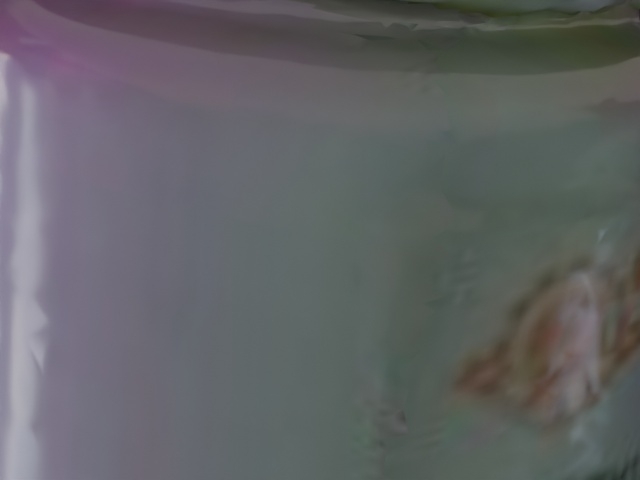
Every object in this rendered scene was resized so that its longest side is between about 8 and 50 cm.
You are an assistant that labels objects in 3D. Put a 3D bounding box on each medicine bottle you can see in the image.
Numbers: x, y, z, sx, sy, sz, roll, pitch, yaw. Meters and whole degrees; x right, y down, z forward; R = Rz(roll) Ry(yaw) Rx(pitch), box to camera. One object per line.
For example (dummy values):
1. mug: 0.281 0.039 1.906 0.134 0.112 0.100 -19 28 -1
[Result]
1. medicine bottle: 0.000 0.000 0.504 0.219 0.388 0.219 3 -163 -1
